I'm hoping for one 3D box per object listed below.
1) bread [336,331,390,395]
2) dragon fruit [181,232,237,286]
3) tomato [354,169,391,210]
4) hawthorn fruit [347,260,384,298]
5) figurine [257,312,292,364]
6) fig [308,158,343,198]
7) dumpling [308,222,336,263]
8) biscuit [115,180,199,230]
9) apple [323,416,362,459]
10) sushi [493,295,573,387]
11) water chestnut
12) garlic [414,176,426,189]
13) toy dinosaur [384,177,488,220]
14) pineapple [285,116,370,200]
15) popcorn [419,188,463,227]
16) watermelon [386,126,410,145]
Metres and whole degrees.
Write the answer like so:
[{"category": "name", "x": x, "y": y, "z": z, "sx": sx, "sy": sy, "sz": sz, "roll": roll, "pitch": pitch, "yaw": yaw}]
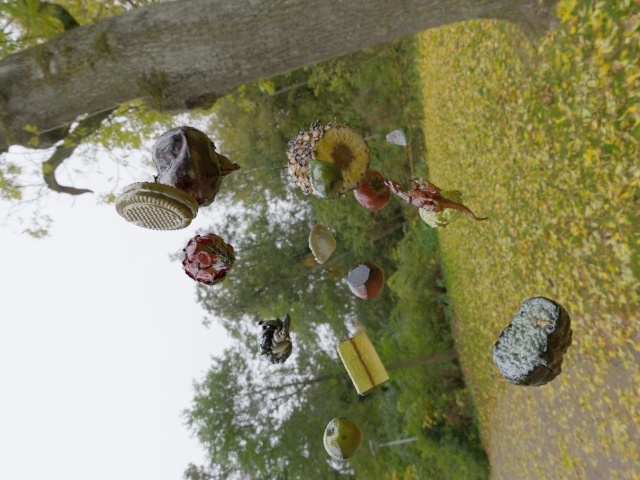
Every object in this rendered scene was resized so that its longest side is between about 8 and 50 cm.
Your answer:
[{"category": "bread", "x": 0.191, "y": 0.546, "z": 1.862, "sx": 0.163, "sy": 0.167, "sz": 0.264, "roll": -148, "pitch": 33, "yaw": -87}, {"category": "dragon fruit", "x": -0.451, "y": 0.071, "z": 1.689, "sx": 0.233, "sy": 0.292, "sz": 0.234, "roll": 31, "pitch": -126, "yaw": -56}, {"category": "tomato", "x": 0.273, "y": -0.269, "z": 2.058, "sx": 0.085, "sy": 0.224, "sz": 0.225, "roll": -24, "pitch": 76, "yaw": 58}, {"category": "hawthorn fruit", "x": 0.273, "y": 0.241, "z": 2.322, "sx": 0.215, "sy": 0.215, "sz": 0.250, "roll": -89, "pitch": -23, "yaw": -56}, {"category": "figurine", "x": -0.218, "y": 0.481, "z": 1.954, "sx": 0.197, "sy": 0.174, "sz": 0.265, "roll": -122, "pitch": 35, "yaw": -63}, {"category": "fig", "x": 0.004, "y": -0.226, "z": 1.408, "sx": 0.156, "sy": 0.123, "sz": 0.123, "roll": 39, "pitch": 176, "yaw": 20}, {"category": "dumpling", "x": -0.003, "y": -0.001, "z": 1.807, "sx": 0.155, "sy": 0.111, "sz": 0.181, "roll": 45, "pitch": -165, "yaw": -47}, {"category": "biscuit", "x": -0.535, "y": -0.105, "z": 1.323, "sx": 0.259, "sy": 0.258, "sz": 0.079, "roll": 59, "pitch": -150, "yaw": -63}, {"category": "apple", "x": 0.107, "y": 0.964, "z": 1.966, "sx": 0.157, "sy": 0.196, "sz": 0.196, "roll": 44, "pitch": -160, "yaw": -16}, {"category": "sushi", "x": 0.811, "y": 0.385, "z": 1.516, "sx": 0.170, "sy": 0.350, "sz": 0.210, "roll": 36, "pitch": 169, "yaw": -30}, {"category": "water chestnut", "x": -0.494, "y": -0.294, "z": 1.624, "sx": 0.335, "sy": 0.346, "sz": 0.336, "roll": 173, "pitch": 90, "yaw": -75}, {"category": "garlic", "x": 0.493, "y": -0.248, "z": 1.935, "sx": 0.094, "sy": 0.074, "sz": 0.113, "roll": -66, "pitch": -36, "yaw": -61}, {"category": "toy dinosaur", "x": 0.436, "y": -0.145, "z": 1.516, "sx": 0.097, "sy": 0.431, "sz": 0.208, "roll": -66, "pitch": -8, "yaw": 4}, {"category": "pineapple", "x": 0.022, "y": -0.353, "z": 1.752, "sx": 0.300, "sy": 0.352, "sz": 0.353, "roll": 17, "pitch": 130, "yaw": 53}, {"category": "popcorn", "x": 0.706, "y": -0.198, "z": 2.312, "sx": 0.206, "sy": 0.251, "sz": 0.237, "roll": 52, "pitch": 158, "yaw": -4}, {"category": "watermelon", "x": 0.373, "y": -0.481, "z": 1.855, "sx": 0.180, "sy": 0.094, "sz": 0.081, "roll": -13, "pitch": -72, "yaw": -46}]
